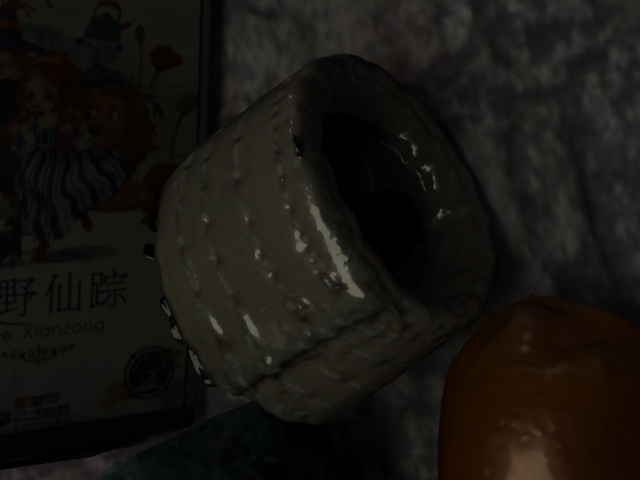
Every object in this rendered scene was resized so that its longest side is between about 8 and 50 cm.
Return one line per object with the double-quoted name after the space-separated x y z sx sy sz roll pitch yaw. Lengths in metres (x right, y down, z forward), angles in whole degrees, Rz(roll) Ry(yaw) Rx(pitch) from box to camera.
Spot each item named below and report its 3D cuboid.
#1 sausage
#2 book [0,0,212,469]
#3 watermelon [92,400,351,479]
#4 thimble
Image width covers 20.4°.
0.093 0.137 0.620 0.098 0.098 0.238 -1 99 38 "sausage"
-0.116 -0.021 0.708 0.026 0.157 0.231 22 112 55 "book"
-0.095 0.168 0.711 0.289 0.320 0.214 -64 22 7 "watermelon"
0.000 0.000 0.655 0.090 0.102 0.115 -34 42 35 "thimble"
